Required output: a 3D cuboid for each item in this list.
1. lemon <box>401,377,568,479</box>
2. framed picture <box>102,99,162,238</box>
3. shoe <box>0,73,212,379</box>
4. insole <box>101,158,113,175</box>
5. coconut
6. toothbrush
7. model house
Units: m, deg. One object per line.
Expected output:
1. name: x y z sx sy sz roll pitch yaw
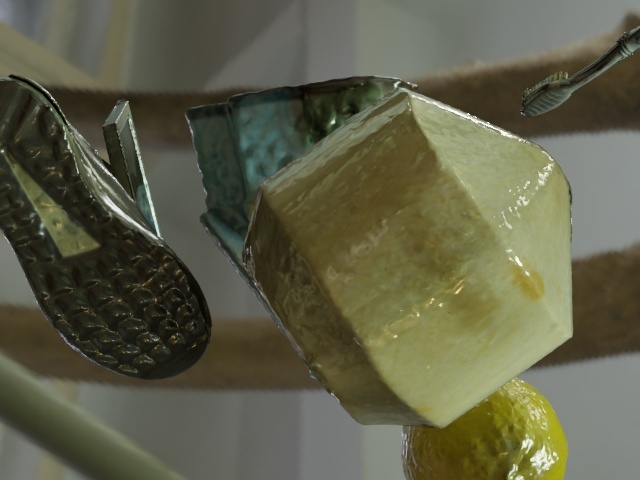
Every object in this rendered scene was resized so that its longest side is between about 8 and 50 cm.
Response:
1. lemon: 0.169 0.221 1.780 0.180 0.180 0.193 -43 -174 27
2. framed picture: -0.195 -0.015 1.839 0.023 0.260 0.189 -13 -169 1
3. shoe: -0.232 -0.017 1.613 0.132 0.336 0.171 -35 -163 1
4. insole: -0.363 -0.083 1.803 0.007 0.328 0.111 -58 156 -62
5. coconut: 0.093 0.009 1.592 0.323 0.323 0.323 -39 -147 32
6. toothbrush: 0.400 -0.251 1.967 0.413 0.035 0.042 -30 -146 29
7. model house: 0.000 0.000 2.128 0.360 0.297 0.339 83 2 -82
